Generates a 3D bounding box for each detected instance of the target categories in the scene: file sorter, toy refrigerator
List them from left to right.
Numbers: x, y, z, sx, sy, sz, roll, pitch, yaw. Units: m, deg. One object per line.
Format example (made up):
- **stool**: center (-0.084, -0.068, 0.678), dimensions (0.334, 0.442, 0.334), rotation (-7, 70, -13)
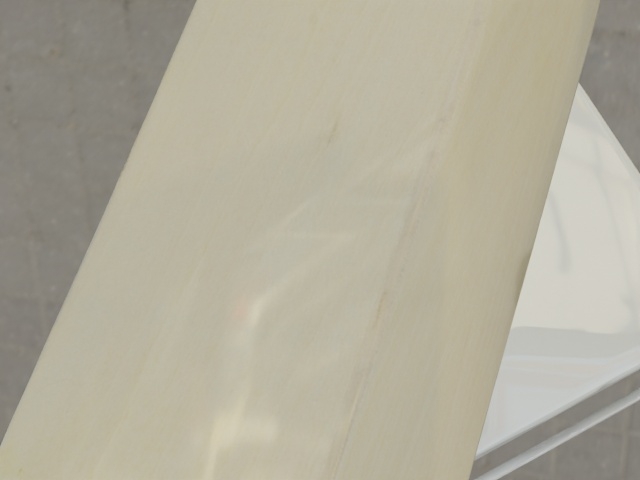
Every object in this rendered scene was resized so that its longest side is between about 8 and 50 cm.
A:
- **toy refrigerator**: center (0.000, 0.000, 0.392), dimensions (0.094, 0.269, 0.102), rotation (7, 152, 22)
- **file sorter**: center (0.077, -0.004, 0.835), dimensions (0.193, 0.173, 0.277), rotation (-29, 69, 0)
